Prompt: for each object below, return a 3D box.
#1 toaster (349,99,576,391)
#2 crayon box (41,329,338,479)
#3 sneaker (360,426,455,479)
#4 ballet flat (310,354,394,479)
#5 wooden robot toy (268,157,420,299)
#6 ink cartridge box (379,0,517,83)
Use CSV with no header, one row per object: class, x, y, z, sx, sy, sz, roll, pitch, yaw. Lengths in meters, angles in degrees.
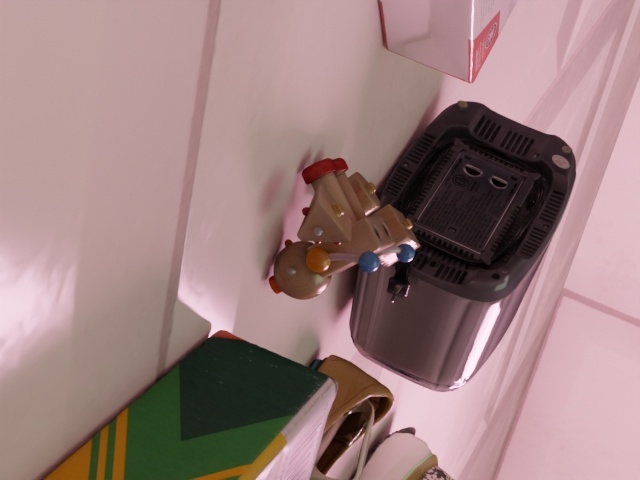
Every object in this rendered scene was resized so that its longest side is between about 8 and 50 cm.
toaster,0.102,0.013,1.073,0.227,0.129,0.146,-56,165,-40
crayon box,-0.106,0.197,0.690,0.318,0.081,0.202,-40,150,-62
sneaker,0.075,0.344,1.377,0.410,0.182,0.158,-48,157,-51
ballet flat,-0.016,0.172,0.995,0.232,0.073,0.080,-55,160,-38
wooden robot toy,0.000,0.000,0.854,0.079,0.076,0.173,-34,173,15
ink cartridge box,0.107,-0.212,0.859,0.198,0.067,0.115,-61,165,-16
